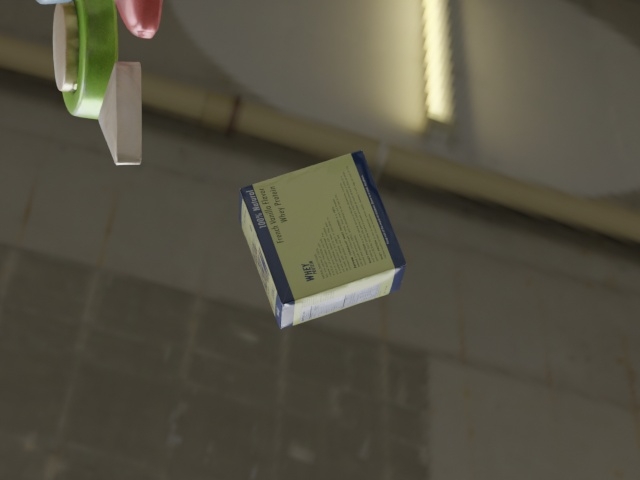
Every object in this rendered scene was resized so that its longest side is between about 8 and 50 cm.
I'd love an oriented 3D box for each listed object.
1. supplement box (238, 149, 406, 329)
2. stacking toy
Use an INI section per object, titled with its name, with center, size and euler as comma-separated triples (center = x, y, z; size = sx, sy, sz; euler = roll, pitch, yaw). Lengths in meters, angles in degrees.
[supplement box]
center = 0.000, 0.000, 1.164
size = 0.083, 0.056, 0.083
euler = -18, -108, -9
[stacking toy]
center = -0.231, -0.223, 1.560
size = 0.130, 0.280, 0.309
euler = 0, -159, -18
